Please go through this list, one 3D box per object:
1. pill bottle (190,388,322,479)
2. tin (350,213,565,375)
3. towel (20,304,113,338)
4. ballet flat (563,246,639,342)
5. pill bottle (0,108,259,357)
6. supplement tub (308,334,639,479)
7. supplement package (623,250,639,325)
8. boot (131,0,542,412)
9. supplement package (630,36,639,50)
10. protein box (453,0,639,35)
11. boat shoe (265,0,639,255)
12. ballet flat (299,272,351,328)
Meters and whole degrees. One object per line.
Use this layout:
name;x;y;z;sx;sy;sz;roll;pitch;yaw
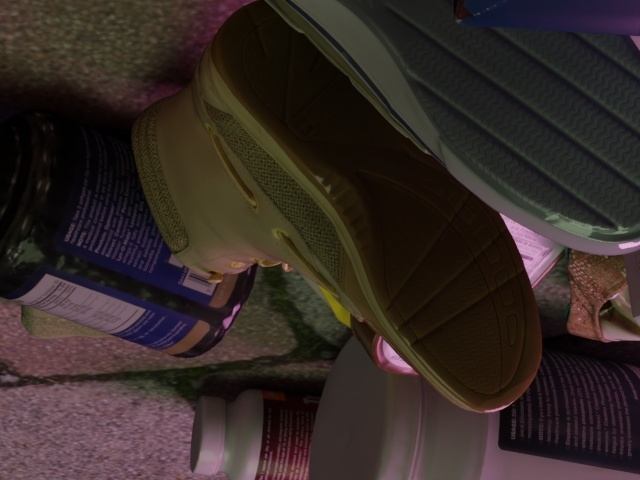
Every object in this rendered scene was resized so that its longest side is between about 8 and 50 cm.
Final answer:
pill bottle;-0.028;0.168;1.508;0.152;0.086;0.086;7;149;-11
tin;0.100;0.018;1.220;0.106;0.040;0.189;14;124;-48
towel;-0.153;0.041;1.355;0.148;0.027;0.110;1;149;0
ballet flat;0.206;0.037;1.257;0.067;0.073;0.206;39;174;20
pill bottle;-0.156;-0.011;1.171;0.219;0.122;0.123;22;144;-31
supplement tub;0.146;0.173;1.406;0.272;0.191;0.191;12;148;-18
supplement package;0.341;-0.009;1.119;0.262;0.145;0.204;-19;144;26
boot;0.000;0.000;1.069;0.262;0.095;0.203;50;153;-5
supplement package;0.147;-0.113;1.004;0.105;0.105;0.179;14;148;-21
protein box;0.159;-0.202;0.755;0.200;0.201;0.136;3;150;-3
boat shoe;0.063;-0.104;0.923;0.109;0.302;0.094;-44;165;-6
ballet flat;0.012;0.002;1.252;0.077;0.077;0.231;10;153;28
